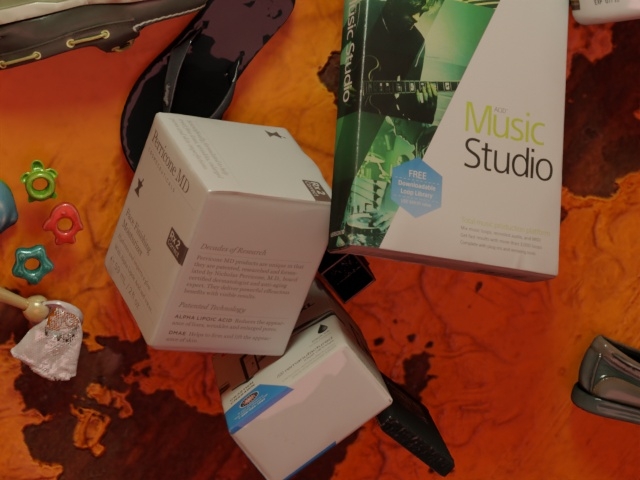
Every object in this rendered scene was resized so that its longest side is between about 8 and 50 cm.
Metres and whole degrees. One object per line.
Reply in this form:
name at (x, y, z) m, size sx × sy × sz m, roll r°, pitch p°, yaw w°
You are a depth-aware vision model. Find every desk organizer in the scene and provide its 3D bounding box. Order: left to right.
desk organizer at (0.000, 0.000, 2.028) m, size 0.047 × 0.050 × 0.130 m, roll -38°, pitch 111°, yaw 4°

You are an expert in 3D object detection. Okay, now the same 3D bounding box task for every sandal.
sandal at (-0.117, -0.164, 1.945) m, size 0.097 × 0.054 × 0.254 m, roll 28°, pitch 103°, yaw -18°

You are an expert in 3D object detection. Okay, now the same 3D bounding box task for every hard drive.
hard drive at (0.089, 0.187, 2.066) m, size 0.094 × 0.135 × 0.022 m, roll 39°, pitch 99°, yaw -20°

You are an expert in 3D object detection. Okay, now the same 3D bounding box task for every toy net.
toy net at (-0.285, 0.031, 1.994) m, size 0.122 × 0.045 × 0.232 m, roll -22°, pitch 114°, yaw -4°

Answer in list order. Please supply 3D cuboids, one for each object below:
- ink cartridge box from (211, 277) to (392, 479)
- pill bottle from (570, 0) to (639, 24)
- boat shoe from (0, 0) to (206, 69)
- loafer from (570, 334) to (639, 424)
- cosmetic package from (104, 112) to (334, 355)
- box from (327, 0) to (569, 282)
ink cartridge box at (-0.024, 0.140, 1.994) m, size 0.148 × 0.203 × 0.086 m, roll -38°, pitch 110°, yaw 4°
pill bottle at (0.291, -0.322, 1.917) m, size 0.117 × 0.117 × 0.215 m, roll -9°, pitch 97°, yaw -7°
boat shoe at (-0.216, -0.214, 1.900) m, size 0.228 × 0.081 × 0.068 m, roll -9°, pitch 114°, yaw 1°
loafer at (0.408, 0.164, 2.143) m, size 0.268 × 0.096 × 0.084 m, roll 10°, pitch 102°, yaw -11°
cosmetic package at (-0.097, -0.005, 1.921) m, size 0.151 × 0.151 × 0.183 m, roll 5°, pitch 120°, yaw -31°
box at (0.128, -0.132, 1.901) m, size 0.232 × 0.058 × 0.322 m, roll 8°, pitch 78°, yaw -27°
